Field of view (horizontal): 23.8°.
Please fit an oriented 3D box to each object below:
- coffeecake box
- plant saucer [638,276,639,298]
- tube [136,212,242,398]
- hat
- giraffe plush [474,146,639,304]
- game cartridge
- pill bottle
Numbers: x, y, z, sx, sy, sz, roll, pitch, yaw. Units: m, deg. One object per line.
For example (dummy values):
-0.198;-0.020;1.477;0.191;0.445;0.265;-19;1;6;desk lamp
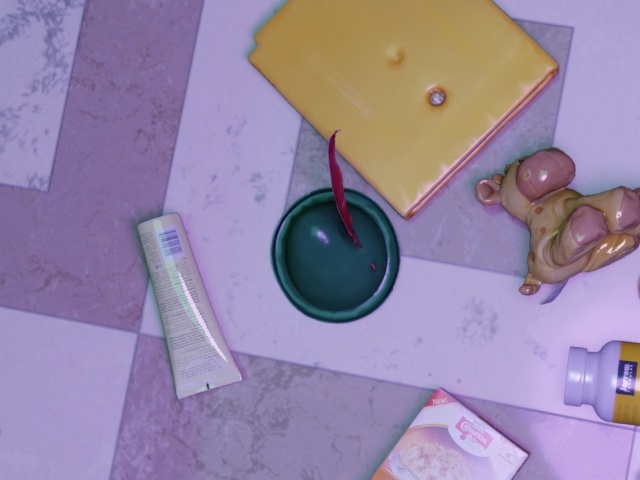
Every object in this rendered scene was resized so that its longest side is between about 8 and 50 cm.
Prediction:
0.155;0.302;1.930;0.142;0.068;0.185;36;91;12;coffeecake box
0.445;0.060;1.928;0.084;0.013;0.083;-1;85;10;plant saucer
-0.183;0.085;2.021;0.070;0.062;0.240;-22;85;52;tube
0.000;0.000;1.927;0.173;0.183;0.208;-23;81;8;hat
0.298;-0.043;1.908;0.210;0.181;0.170;-45;65;38;giraffe plush
0.102;-0.237;2.003;0.285;0.053;0.323;-44;77;4;game cartridge
0.397;0.178;1.880;0.184;0.103;0.103;6;86;10;pill bottle
